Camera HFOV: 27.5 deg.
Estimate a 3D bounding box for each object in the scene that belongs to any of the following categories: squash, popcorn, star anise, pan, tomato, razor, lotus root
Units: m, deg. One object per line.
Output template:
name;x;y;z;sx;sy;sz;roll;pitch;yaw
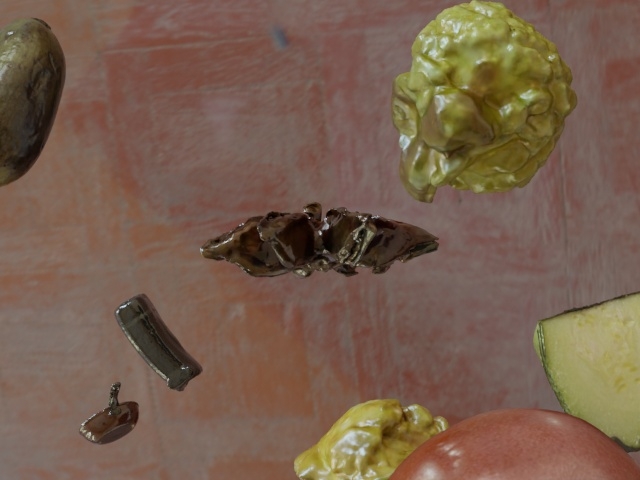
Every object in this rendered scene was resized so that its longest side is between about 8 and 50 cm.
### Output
squash;0.344;0.169;1.592;0.191;0.085;0.184;-12;81;-22
popcorn;0.185;-0.158;1.604;0.206;0.237;0.251;41;93;23
star anise;0.001;0.000;1.485;0.288;0.288;0.088;0;86;13
pan;-0.215;0.183;1.364;0.023;0.068;0.115;59;153;23
popcorn;0.069;0.337;1.799;0.253;0.191;0.190;-40;93;25
tomato;0.215;0.335;1.271;0.341;0.273;0.342;-1;92;-22
razor;-0.226;0.143;1.817;0.054;0.090;0.148;-38;90;5
lotus root;-0.268;-0.116;1.127;0.080;0.089;0.179;11;67;17
